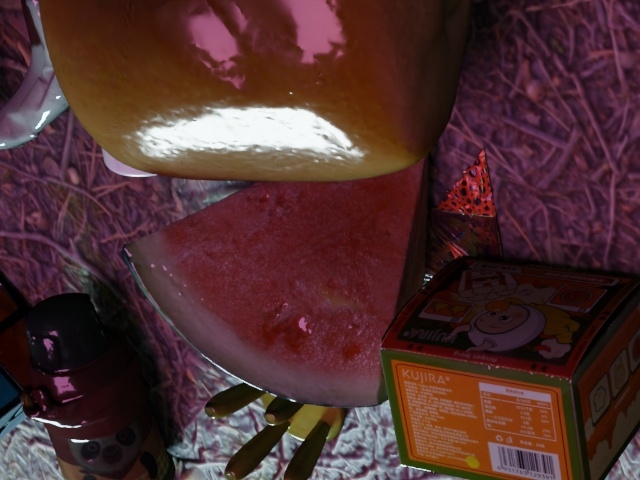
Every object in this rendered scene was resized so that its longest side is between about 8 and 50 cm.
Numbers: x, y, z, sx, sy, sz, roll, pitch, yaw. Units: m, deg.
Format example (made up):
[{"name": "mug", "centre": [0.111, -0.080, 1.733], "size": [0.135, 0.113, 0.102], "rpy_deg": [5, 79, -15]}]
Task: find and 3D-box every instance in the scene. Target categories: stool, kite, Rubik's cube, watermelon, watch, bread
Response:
[{"name": "stool", "centre": [-0.046, 0.196, 1.886], "size": [0.135, 0.110, 0.134], "rpy_deg": [42, 135, 9]}, {"name": "kite", "centre": [0.141, 0.014, 1.702], "size": [0.125, 0.008, 0.222], "rpy_deg": [44, 135, 2]}, {"name": "Rubik's cube", "centre": [-0.438, 0.158, 2.112], "size": [0.183, 0.180, 0.167], "rpy_deg": [44, 136, 3]}, {"name": "watermelon", "centre": [-0.026, 0.032, 1.667], "size": [0.283, 0.250, 0.292], "rpy_deg": [35, 135, 13]}, {"name": "watch", "centre": [-0.337, -0.211, 1.834], "size": [0.241, 0.162, 0.253], "rpy_deg": [10, 127, 20]}, {"name": "bread", "centre": [-0.053, -0.223, 1.489], "size": [0.376, 0.253, 0.348], "rpy_deg": [4, 93, 31]}]

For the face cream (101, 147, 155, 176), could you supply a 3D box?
[{"name": "face cream", "centre": [-0.192, -0.235, 1.728], "size": [0.102, 0.102, 0.345], "rpy_deg": [14, 125, 30]}]

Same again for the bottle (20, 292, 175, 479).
[{"name": "bottle", "centre": [-0.272, 0.189, 2.021], "size": [0.143, 0.156, 0.271], "rpy_deg": [1, 122, 30]}]

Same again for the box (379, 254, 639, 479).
[{"name": "box", "centre": [0.186, 0.119, 1.611], "size": [0.195, 0.177, 0.148], "rpy_deg": [7, 123, 33]}]
